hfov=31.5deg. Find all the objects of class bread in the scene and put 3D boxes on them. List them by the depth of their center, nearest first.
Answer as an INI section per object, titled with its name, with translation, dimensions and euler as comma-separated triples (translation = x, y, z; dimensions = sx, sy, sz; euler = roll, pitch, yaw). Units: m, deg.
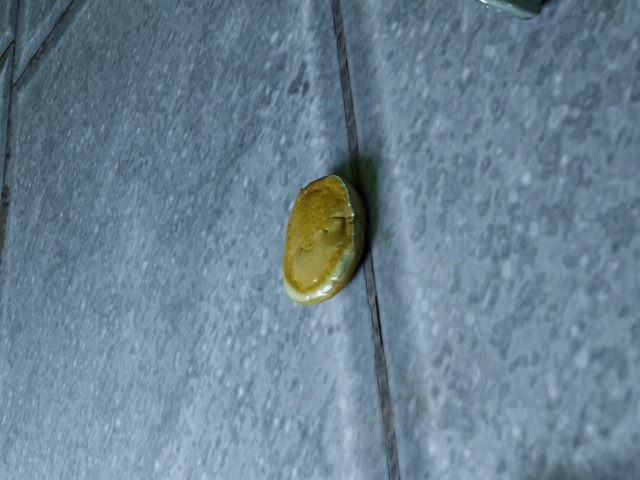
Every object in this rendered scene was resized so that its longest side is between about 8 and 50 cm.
[bread]
translation = 0.000, 0.000, 0.914
dimensions = 0.110, 0.024, 0.110
euler = -33, 49, 47

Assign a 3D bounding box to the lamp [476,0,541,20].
[lamp]
translation = 0.147, -0.243, 0.743
dimensions = 0.106, 0.106, 0.193
euler = 44, 122, 55
